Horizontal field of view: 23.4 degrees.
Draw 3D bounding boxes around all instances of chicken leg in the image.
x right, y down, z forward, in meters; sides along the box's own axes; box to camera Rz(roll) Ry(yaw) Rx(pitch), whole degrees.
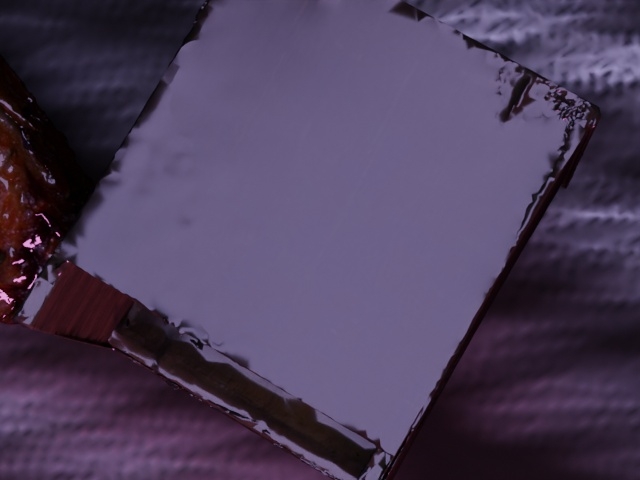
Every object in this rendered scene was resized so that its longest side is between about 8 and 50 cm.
[{"bbox_3d":[-0.238,-0.063,0.780,0.322,0.083,0.177,44,110,4],"label":"chicken leg"}]

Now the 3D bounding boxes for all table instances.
[{"bbox_3d":[0.000,0.000,0.699,0.169,0.172,0.193,29,86,8],"label":"table"}]
